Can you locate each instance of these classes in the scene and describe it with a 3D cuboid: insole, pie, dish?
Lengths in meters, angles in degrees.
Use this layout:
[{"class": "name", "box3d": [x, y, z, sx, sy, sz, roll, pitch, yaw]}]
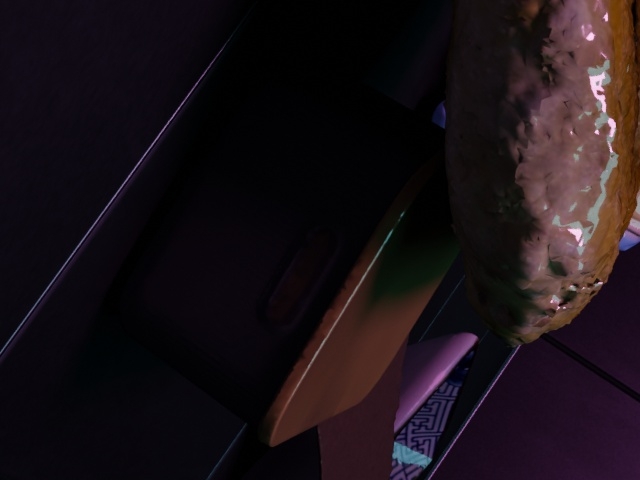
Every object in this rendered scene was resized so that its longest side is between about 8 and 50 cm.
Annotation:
[{"class": "insole", "box3d": [0.028, 0.093, 1.125, 0.111, 0.007, 0.328, -34, 139, -41]}, {"class": "pie", "box3d": [0.111, -0.102, 0.740, 0.323, 0.070, 0.323, 6, 90, -75]}, {"class": "dish", "box3d": [0.007, 0.170, 1.284, 0.243, 0.080, 0.182, -45, 162, -34]}]

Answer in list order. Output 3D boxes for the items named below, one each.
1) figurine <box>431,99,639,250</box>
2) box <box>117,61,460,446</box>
[{"class": "figurine", "box3d": [0.165, -0.094, 1.043, 0.180, 0.154, 0.262, -2, 114, -46]}, {"class": "box", "box3d": [0.000, 0.000, 0.781, 0.144, 0.090, 0.201, -58, 168, 10]}]
